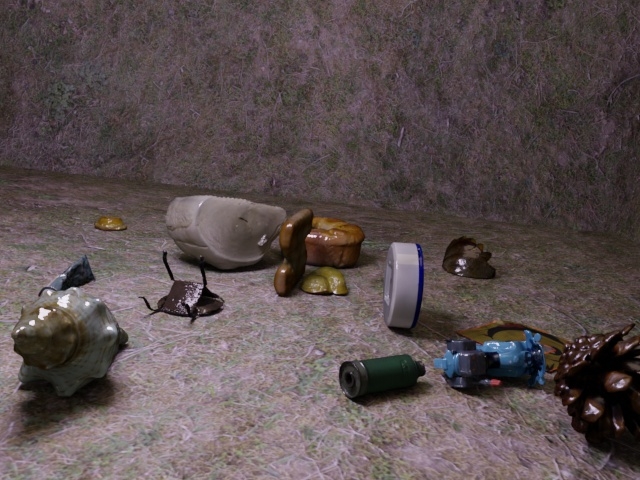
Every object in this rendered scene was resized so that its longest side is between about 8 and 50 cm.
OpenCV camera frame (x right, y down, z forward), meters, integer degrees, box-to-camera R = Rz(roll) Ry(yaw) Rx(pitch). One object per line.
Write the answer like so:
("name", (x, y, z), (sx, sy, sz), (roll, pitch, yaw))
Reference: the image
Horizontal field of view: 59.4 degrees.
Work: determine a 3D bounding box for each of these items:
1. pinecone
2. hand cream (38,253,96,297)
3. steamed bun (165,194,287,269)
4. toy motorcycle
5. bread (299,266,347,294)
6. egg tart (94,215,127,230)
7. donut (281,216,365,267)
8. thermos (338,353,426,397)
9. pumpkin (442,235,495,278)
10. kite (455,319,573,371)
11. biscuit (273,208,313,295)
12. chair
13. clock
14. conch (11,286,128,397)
("pinecone", (0.543, 0.272, 1.048), (0.203, 0.201, 0.229), (-20, -18, 23))
("hand cream", (-0.664, 0.109, 1.489), (0.052, 0.075, 0.248), (12, 15, 1))
("steamed bun", (-0.315, -0.024, 1.902), (0.384, 0.236, 0.247), (4, 1, -43))
("toy motorcycle", (0.388, 0.265, 1.241), (0.272, 0.123, 0.182), (1, -8, -31))
("bread", (-0.001, 0.122, 1.786), (0.150, 0.065, 0.188), (-4, 17, -21))
("egg tart", (-0.841, -0.072, 2.249), (0.129, 0.049, 0.129), (7, 11, -1))
("donut", (0.000, 0.000, 2.121), (0.299, 0.150, 0.317), (-4, 17, -40))
("thermos", (0.133, 0.278, 1.152), (0.188, 0.083, 0.073), (1, 35, -31))
("pumpkin", (0.552, 0.058, 2.195), (0.149, 0.130, 0.254), (-2, 17, -35))
("kite", (0.551, 0.277, 1.486), (0.378, 0.013, 0.327), (8, 13, 2))
("biscuit", (-0.084, 0.029, 1.760), (0.062, 0.236, 0.290), (10, 15, 7))
("chair", (-0.353, 0.141, 1.468), (0.174, 0.149, 0.213), (7, -30, 14))
("clock", (0.219, 0.119, 1.511), (0.083, 0.230, 0.230), (6, 13, -2))
("conch", (-0.451, 0.200, 1.026), (0.203, 0.169, 0.386), (-18, -27, -3))
